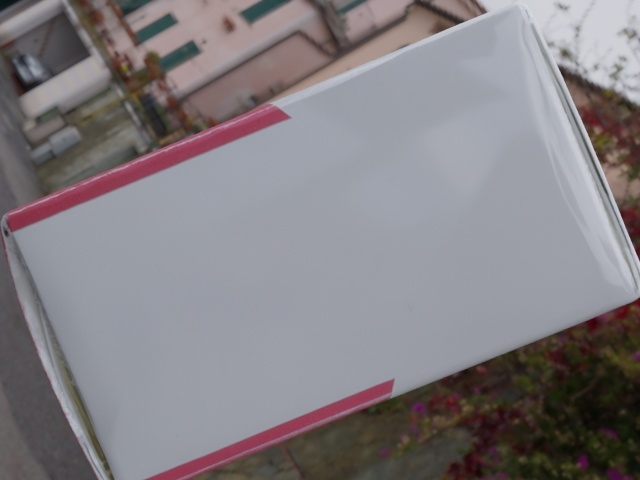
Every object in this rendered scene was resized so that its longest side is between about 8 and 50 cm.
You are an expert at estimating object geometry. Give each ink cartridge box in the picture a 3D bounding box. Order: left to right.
[{"bbox_3d":[0.000,0.000,0.511,0.283,0.207,0.117,-88,155,-87],"label":"ink cartridge box"}]
